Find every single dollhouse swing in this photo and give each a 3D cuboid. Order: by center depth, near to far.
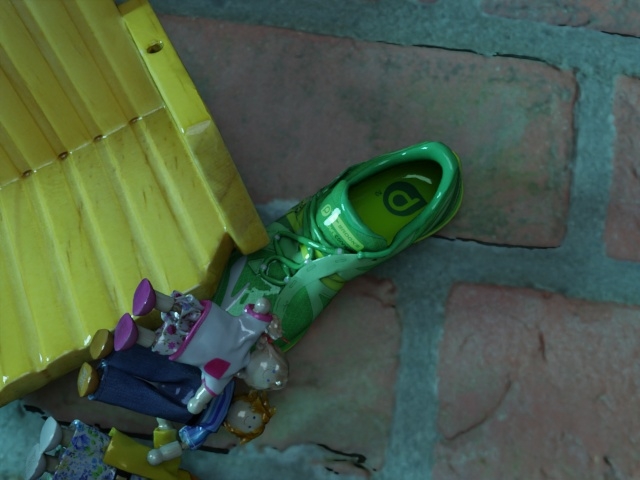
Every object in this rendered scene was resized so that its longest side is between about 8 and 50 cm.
[{"bbox_3d":[-0.277,-0.097,0.677,0.346,0.305,0.315,-26,52,-6],"label":"dollhouse swing"}]

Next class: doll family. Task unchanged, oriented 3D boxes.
[{"bbox_3d":[-0.124,0.149,0.693,0.163,0.118,0.263,28,89,-26],"label":"doll family"}]

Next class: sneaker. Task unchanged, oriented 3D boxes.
[{"bbox_3d":[0.000,0.000,0.759,0.295,0.123,0.109,-37,77,-9],"label":"sneaker"}]
